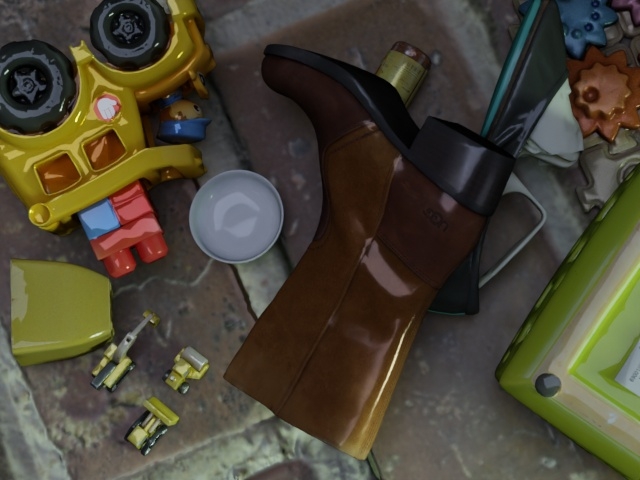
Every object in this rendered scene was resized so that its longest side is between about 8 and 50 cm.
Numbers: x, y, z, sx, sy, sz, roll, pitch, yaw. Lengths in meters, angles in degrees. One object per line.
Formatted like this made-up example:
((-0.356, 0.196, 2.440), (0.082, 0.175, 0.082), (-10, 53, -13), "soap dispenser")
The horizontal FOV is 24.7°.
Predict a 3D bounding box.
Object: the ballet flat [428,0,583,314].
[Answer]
((0.158, -0.062, 1.231), (0.096, 0.095, 0.280), (27, 94, 1), "ballet flat")

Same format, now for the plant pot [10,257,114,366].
((-0.219, 0.060, 1.254), (0.083, 0.081, 0.081), (-3, 77, -6), "plant pot")

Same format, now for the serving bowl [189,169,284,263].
((-0.071, -0.018, 1.277), (0.083, 0.027, 0.083), (-1, 77, 6), "serving bowl")

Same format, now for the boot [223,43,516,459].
((0.000, 0.000, 1.213), (0.264, 0.096, 0.280), (33, 103, 25), "boot")

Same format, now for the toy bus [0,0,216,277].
((-0.168, -0.085, 1.249), (0.220, 0.149, 0.211), (-28, 84, -2), "toy bus")

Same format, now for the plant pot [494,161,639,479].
((0.272, 0.080, 1.106), (0.227, 0.207, 0.228), (35, 96, 12), "plant pot")

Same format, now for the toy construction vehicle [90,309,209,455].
((-0.151, 0.120, 1.252), (0.086, 0.035, 0.098), (40, 85, 13), "toy construction vehicle")

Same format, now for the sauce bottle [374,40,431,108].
((0.050, -0.112, 1.276), (0.042, 0.042, 0.128), (30, 81, 12), "sauce bottle")

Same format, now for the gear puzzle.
((0.290, -0.097, 1.243), (0.175, 0.044, 0.339), (-21, 76, 2), "gear puzzle")
